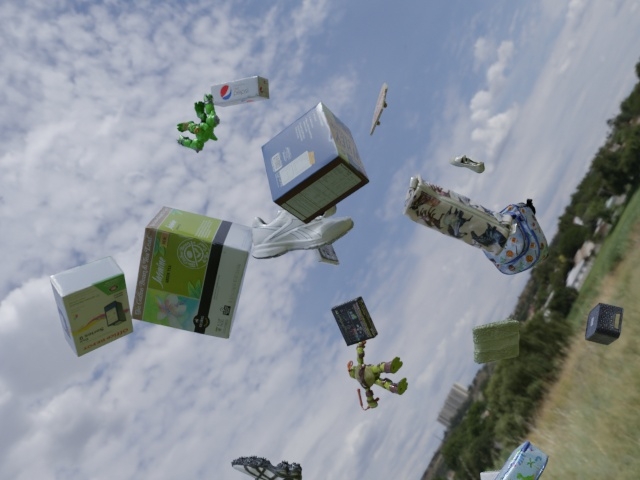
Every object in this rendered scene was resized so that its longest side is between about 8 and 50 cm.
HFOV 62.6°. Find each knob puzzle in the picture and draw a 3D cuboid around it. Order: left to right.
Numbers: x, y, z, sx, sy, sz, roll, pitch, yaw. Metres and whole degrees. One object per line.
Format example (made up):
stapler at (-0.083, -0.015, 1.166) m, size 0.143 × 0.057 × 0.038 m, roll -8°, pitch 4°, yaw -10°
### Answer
knob puzzle at (0.246, -0.542, 2.106) m, size 0.213 × 0.030 × 0.213 m, roll -166°, pitch 90°, yaw -87°

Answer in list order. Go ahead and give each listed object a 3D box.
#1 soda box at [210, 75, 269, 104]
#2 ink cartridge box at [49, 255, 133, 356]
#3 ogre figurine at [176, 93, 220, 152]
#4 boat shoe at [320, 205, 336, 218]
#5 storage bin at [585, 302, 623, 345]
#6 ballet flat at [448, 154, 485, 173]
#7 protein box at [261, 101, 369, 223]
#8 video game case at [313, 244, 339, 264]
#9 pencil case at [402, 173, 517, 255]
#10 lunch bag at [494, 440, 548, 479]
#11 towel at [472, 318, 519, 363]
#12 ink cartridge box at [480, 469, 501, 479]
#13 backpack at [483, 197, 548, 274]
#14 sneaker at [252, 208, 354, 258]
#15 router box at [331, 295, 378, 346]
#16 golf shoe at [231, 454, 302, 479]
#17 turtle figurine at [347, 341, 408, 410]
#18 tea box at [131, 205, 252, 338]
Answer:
soda box at (-0.290, -0.532, 1.888) m, size 0.069 × 0.216 × 0.074 m, roll -9°, pitch -83°, yaw -61°
ink cartridge box at (-0.572, 0.167, 1.330) m, size 0.154 × 0.093 × 0.212 m, roll -23°, pitch -43°, yaw -35°
ogre figurine at (-0.397, -0.378, 1.746) m, size 0.197 × 0.118 × 0.097 m, roll -43°, pitch -30°, yaw 0°
boat shoe at (-0.047, -0.093, 2.274) m, size 0.088 × 0.267 × 0.096 m, roll -25°, pitch -88°, yaw -51°
storage bin at (1.094, 0.324, 2.037) m, size 0.180 × 0.084 × 0.122 m, roll 62°, pitch -136°, yaw -66°
ballet flat at (0.591, -0.320, 2.120) m, size 0.057 × 0.168 × 0.052 m, roll -38°, pitch -46°, yaw -26°
protein box at (-0.018, -0.191, 1.316) m, size 0.201 × 0.200 × 0.136 m, roll -32°, pitch -39°, yaw 22°
video game case at (0.000, 0.000, 1.809) m, size 0.022 × 0.173 × 0.190 m, roll -25°, pitch -14°, yaw 15°
pencil case at (0.487, -0.095, 1.890) m, size 0.183 × 0.410 × 0.160 m, roll 112°, pitch -178°, yaw -59°
lunch bag at (0.568, 0.704, 1.539) m, size 0.219 × 0.090 × 0.176 m, roll -48°, pitch -27°, yaw -18°
towel at (0.478, 0.273, 1.428) m, size 0.148 × 0.027 × 0.110 m, roll -5°, pitch -88°, yaw -19°
ink cartridge box at (0.635, 0.921, 1.876) m, size 0.237 × 0.100 × 0.172 m, roll 59°, pitch -156°, yaw -58°
backpack at (0.797, 0.004, 2.178) m, size 0.213 × 0.263 × 0.276 m, roll -20°, pitch -17°, yaw -42°
sneaker at (-0.058, -0.032, 1.434) m, size 0.111 × 0.297 × 0.129 m, roll -19°, pitch -83°, yaw -80°
router box at (0.097, 0.230, 1.499) m, size 0.092 × 0.122 × 0.038 m, roll -24°, pitch 0°, yaw 30°
golf shoe at (-0.149, 0.632, 1.404) m, size 0.077 × 0.198 × 0.094 m, roll 33°, pitch -116°, yaw -76°
turtle figurine at (0.154, 0.399, 1.618) m, size 0.087 × 0.217 × 0.270 m, roll -4°, pitch -96°, yaw -42°
tea box at (-0.410, 0.103, 1.723) m, size 0.220 × 0.323 × 0.329 m, roll -91°, pitch 15°, yaw -69°
